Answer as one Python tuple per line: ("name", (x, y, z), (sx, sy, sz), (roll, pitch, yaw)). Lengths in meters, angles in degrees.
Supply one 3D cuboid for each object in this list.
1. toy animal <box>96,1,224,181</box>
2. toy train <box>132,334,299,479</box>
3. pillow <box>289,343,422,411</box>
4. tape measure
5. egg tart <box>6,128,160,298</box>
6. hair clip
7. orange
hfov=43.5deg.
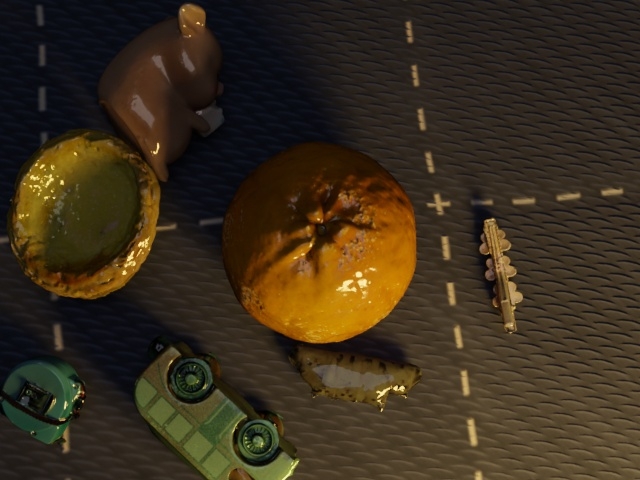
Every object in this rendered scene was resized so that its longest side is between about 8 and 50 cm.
("toy animal", (-0.267, -0.265, 1.422), (0.256, 0.195, 0.213), (-48, 111, -14))
("toy train", (-0.185, 0.302, 1.356), (0.326, 0.129, 0.159), (43, 85, 3))
("pillow", (0.059, 0.247, 1.422), (0.241, 0.051, 0.093), (11, 74, -4))
("tape measure", (-0.469, 0.261, 1.359), (0.146, 0.081, 0.125), (28, 96, 4))
("egg tart", (-0.399, -0.042, 1.392), (0.294, 0.123, 0.294), (-1, 84, 9))
("hair clip", (0.335, 0.064, 1.483), (0.062, 0.056, 0.214), (-10, 71, 10))
("orange", (0.000, 0.000, 1.340), (0.340, 0.293, 0.341), (1, 77, -5))
